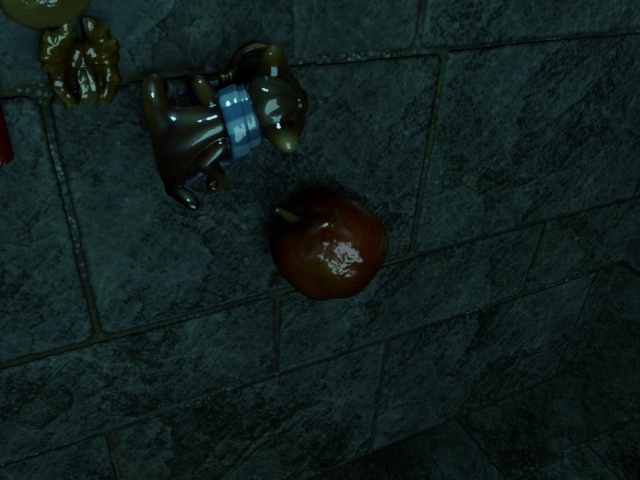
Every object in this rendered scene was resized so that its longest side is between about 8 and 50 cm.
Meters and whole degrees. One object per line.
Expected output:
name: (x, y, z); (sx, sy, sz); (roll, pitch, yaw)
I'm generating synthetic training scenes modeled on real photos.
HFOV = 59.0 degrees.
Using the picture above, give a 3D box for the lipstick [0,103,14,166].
lipstick: (-0.609, -0.264, 1.000); (0.073, 0.073, 0.279); (-13, 127, -23)

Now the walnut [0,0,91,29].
walnut: (-0.458, -0.427, 0.923); (0.166, 0.149, 0.166); (0, 92, -2)

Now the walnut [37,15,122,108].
walnut: (-0.446, -0.333, 1.050); (0.143, 0.069, 0.170); (-10, 128, -27)

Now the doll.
doll: (-0.188, -0.244, 1.152); (0.340, 0.318, 0.209); (-19, 174, 6)

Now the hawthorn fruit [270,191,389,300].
hawthorn fruit: (0.000, 0.000, 1.431); (0.330, 0.287, 0.287); (36, 100, -36)
